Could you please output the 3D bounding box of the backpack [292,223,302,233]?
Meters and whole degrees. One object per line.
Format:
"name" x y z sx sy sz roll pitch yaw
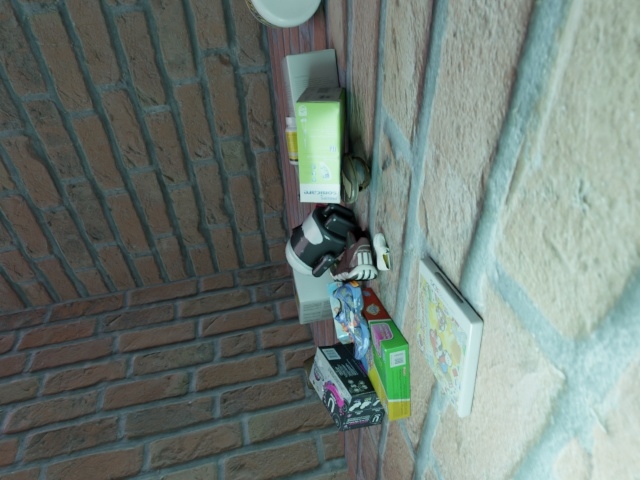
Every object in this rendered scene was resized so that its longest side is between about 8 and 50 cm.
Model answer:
"backpack" -0.022 -0.001 1.927 0.117 0.158 0.174 24 140 63

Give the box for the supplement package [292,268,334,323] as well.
"supplement package" -0.015 0.223 1.963 0.263 0.197 0.200 95 163 -59

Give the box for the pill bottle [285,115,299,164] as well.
"pill bottle" -0.094 -0.454 1.960 0.119 0.119 0.209 -119 20 -65

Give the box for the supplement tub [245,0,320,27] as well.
"supplement tub" -0.129 -0.807 1.401 0.316 0.228 0.229 -117 18 -63

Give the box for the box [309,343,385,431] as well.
"box" 0.089 0.467 1.416 0.247 0.163 0.142 43 125 55

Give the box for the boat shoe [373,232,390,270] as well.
"boat shoe" 0.163 0.029 1.131 0.035 0.035 0.100 -1 96 54

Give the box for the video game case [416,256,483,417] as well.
"video game case" 0.235 0.179 0.835 0.206 0.026 0.227 -114 16 -59

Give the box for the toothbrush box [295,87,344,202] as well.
"toothbrush box" 0.007 -0.277 1.262 0.206 0.122 0.284 -76 -13 -61

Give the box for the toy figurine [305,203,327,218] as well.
"toy figurine" -0.013 -0.078 1.813 0.130 0.173 0.159 64 -160 -48

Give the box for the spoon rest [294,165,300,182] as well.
"spoon rest" -0.055 -0.268 1.967 0.137 0.084 0.276 39 -165 -32

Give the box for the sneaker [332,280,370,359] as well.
"sneaker" 0.084 0.230 1.249 0.083 0.087 0.222 133 126 -80

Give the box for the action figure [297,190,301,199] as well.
"action figure" -0.017 -0.237 1.616 0.285 0.099 0.186 141 122 -72

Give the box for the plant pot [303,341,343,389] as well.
"plant pot" 0.054 0.512 1.742 0.215 0.230 0.216 169 90 -82

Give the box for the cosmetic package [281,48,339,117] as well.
"cosmetic package" -0.031 -0.491 1.382 0.151 0.151 0.184 -125 26 -69

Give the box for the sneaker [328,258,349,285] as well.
"sneaker" 0.080 0.131 1.727 0.086 0.064 0.192 114 157 -43

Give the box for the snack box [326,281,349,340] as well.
"snack box" 0.088 0.278 1.571 0.322 0.060 0.187 65 -168 -67

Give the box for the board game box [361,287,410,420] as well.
"board game box" 0.173 0.319 1.284 0.316 0.064 0.243 -120 21 -66

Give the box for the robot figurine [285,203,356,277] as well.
"robot figurine" 0.002 -0.001 1.476 0.173 0.209 0.278 45 122 5

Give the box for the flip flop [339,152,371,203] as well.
"flip flop" 0.097 -0.177 1.186 0.277 0.079 0.113 -76 -9 -70

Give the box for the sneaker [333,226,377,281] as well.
"sneaker" 0.108 0.043 1.348 0.281 0.106 0.163 150 119 -74
